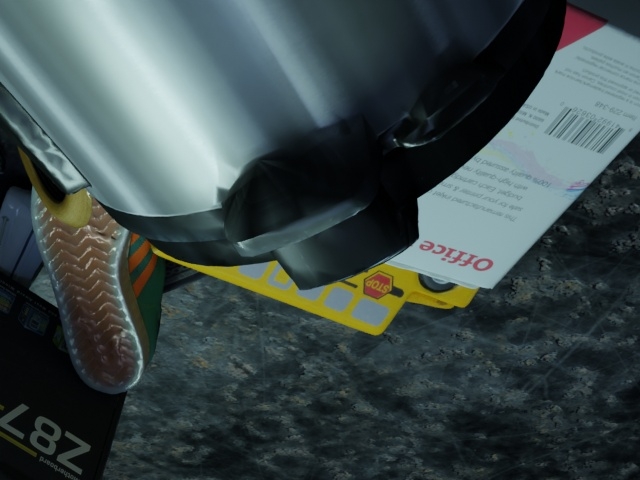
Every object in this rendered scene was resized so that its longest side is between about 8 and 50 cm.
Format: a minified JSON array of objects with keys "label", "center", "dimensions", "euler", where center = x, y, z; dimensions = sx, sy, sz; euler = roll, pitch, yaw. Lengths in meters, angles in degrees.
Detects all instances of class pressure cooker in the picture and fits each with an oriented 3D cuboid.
[{"label":"pressure cooker","center":[-0.047,-0.187,0.719],"dimensions":[0.375,0.370,0.420],"euler":[14,148,47]}]

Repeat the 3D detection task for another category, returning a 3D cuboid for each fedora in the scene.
[{"label":"fedora","center":[-0.225,-0.109,1.046],"dimensions":[0.079,0.194,0.194],"euler":[-17,150,-28]}]

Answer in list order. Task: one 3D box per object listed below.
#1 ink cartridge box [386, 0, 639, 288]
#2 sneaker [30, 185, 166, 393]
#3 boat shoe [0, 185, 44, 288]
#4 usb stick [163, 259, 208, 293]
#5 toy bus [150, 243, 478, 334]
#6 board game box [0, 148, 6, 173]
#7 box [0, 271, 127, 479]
[{"label":"ink cartridge box","center":[0.137,-0.117,1.009],"dimensions":[0.226,0.131,0.306],"euler":[17,132,-26]},{"label":"sneaker","center":[-0.226,0.003,1.201],"dimensions":[0.108,0.121,0.302],"euler":[1,112,7]},{"label":"boat shoe","center":[-0.348,0.017,1.277],"dimensions":[0.075,0.083,0.226],"euler":[30,127,-10]},{"label":"usb stick","center":[-0.171,0.022,1.294],"dimensions":[0.278,0.045,0.077],"euler":[-21,128,25]},{"label":"toy bus","center":[0.000,0.000,1.178],"dimensions":[0.332,0.108,0.130],"euler":[22,113,-25]},{"label":"board game box","center":[-0.428,-0.104,1.150],"dimensions":[0.186,0.026,0.126],"euler":[-7,141,9]},{"label":"box","center":[-0.392,0.142,1.123],"dimensions":[0.395,0.318,0.097],"euler":[37,123,-20]}]
